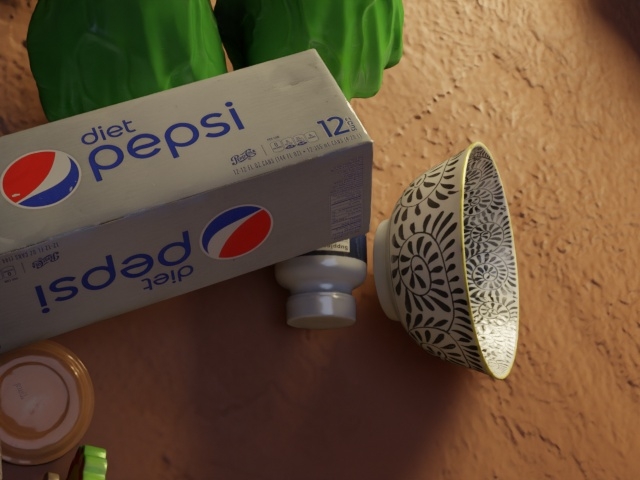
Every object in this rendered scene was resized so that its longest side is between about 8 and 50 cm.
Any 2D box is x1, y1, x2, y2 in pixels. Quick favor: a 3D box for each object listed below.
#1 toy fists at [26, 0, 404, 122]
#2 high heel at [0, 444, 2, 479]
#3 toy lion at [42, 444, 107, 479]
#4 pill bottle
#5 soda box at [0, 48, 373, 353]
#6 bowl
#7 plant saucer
[{"bbox_3d":[-0.066,-0.145,0.830,0.279,0.096,0.142,-15,109,-27],"label":"toy fists"},{"bbox_3d":[-0.253,0.191,0.683,0.117,0.082,0.244,10,82,-24],"label":"high heel"},{"bbox_3d":[-0.151,0.175,0.717,0.034,0.096,0.100,16,70,-18],"label":"toy lion"},{"bbox_3d":[0.000,0.000,0.849,0.067,0.067,0.120,6,73,-22],"label":"pill bottle"},{"bbox_3d":[-0.115,-0.023,0.742,0.286,0.091,0.098,-19,52,-13],"label":"soda box"},{"bbox_3d":[0.086,0.017,0.859,0.080,0.170,0.170,-5,73,21],"label":"bowl"},{"bbox_3d":[-0.187,0.103,0.769,0.083,0.013,0.083,7,72,-21],"label":"plant saucer"}]
